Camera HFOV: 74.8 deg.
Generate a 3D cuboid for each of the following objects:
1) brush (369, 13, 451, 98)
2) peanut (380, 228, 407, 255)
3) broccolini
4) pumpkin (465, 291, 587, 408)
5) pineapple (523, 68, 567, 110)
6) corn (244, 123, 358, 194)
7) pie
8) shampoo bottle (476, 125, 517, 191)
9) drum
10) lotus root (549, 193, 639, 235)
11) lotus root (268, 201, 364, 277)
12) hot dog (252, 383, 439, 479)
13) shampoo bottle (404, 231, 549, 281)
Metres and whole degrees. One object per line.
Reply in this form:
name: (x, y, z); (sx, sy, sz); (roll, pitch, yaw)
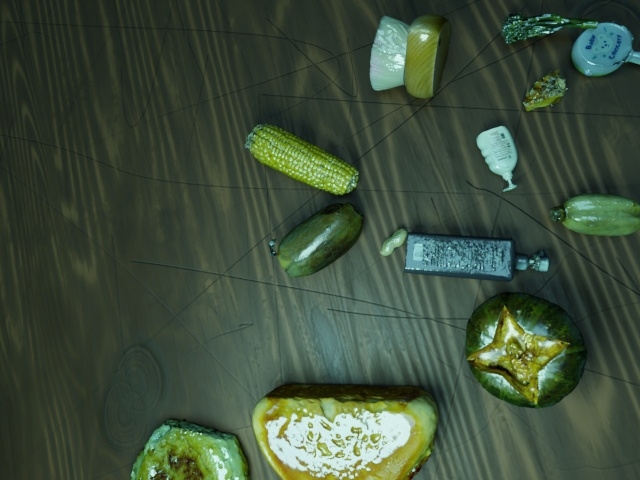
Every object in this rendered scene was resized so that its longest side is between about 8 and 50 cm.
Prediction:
brush: (0.202, -0.441, 0.970); (0.166, 0.267, 0.174); (17, 96, 14)
peanut: (0.180, 0.003, 1.033); (0.083, 0.037, 0.037); (-44, 75, 11)
broccolini: (0.533, -0.514, 0.982); (0.203, 0.091, 0.068); (1, 125, 27)
pumpkin: (0.424, 0.225, 0.877); (0.238, 0.159, 0.237); (3, 95, 32)
pineapple: (0.535, -0.343, 0.965); (0.077, 0.114, 0.114); (43, 98, -3)
corn: (-0.052, -0.207, 1.082); (0.318, 0.115, 0.115); (29, 90, 14)
pie: (-0.327, 0.614, 1.039); (0.355, 0.103, 0.288); (9, 79, 17)
shampoo bottle: (0.431, -0.190, 0.991); (0.077, 0.045, 0.151); (-19, 77, 9)
drum: (0.701, -0.402, 0.952); (0.253, 0.049, 0.130); (37, 92, 16)
lotus root: (0.597, -0.057, 0.915); (0.183, 0.077, 0.090); (2, 76, 11)
lotus root: (0.000, 0.000, 1.029); (0.241, 0.124, 0.122); (-35, 61, 10)
hot dog: (0.056, 0.444, 0.923); (0.406, 0.185, 0.222); (-4, 80, 13)
shampoo bottle: (0.354, 0.041, 0.965); (0.310, 0.071, 0.098); (4, 83, 14)
